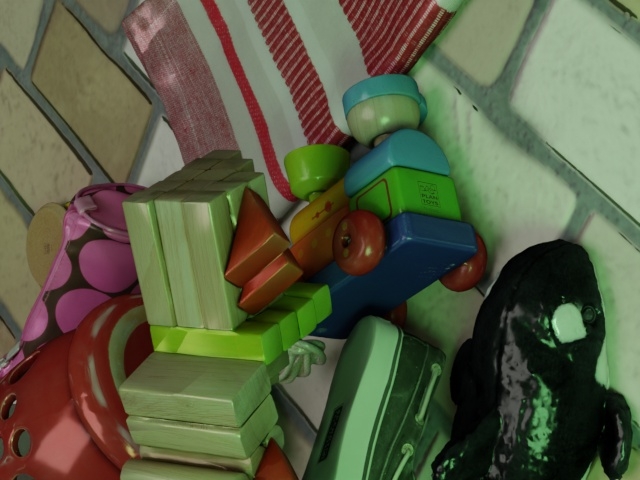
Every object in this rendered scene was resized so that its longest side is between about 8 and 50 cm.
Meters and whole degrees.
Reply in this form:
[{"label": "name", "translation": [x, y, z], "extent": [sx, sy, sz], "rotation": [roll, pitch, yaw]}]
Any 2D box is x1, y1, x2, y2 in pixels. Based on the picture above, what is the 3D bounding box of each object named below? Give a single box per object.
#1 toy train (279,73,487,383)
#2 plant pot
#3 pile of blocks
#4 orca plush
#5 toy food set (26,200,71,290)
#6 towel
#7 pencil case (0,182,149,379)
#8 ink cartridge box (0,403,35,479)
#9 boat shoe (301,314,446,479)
[{"label": "toy train", "translation": [0.000, 0.000, 1.208], "extent": [0.248, 0.105, 0.143], "rotation": [-37, 53, 45]}, {"label": "plant pot", "translation": [-0.150, 0.145, 1.319], "extent": [0.174, 0.191, 0.191], "rotation": [-44, 58, 39]}, {"label": "pile of blocks", "translation": [-0.044, 0.124, 1.077], "extent": [0.112, 0.149, 0.362], "rotation": [3, 89, 31]}, {"label": "orca plush", "translation": [0.092, 0.138, 1.089], "extent": [0.151, 0.102, 0.287], "rotation": [47, 125, 39]}, {"label": "toy food set", "translation": [-0.233, 0.007, 1.549], "extent": [0.082, 0.020, 0.083], "rotation": [-28, 70, 48]}, {"label": "towel", "translation": [-0.026, -0.171, 1.279], "extent": [0.329, 0.037, 0.237], "rotation": [-48, 56, 40]}, {"label": "pencil case", "translation": [-0.196, 0.048, 1.440], "extent": [0.209, 0.098, 0.095], "rotation": [-63, 24, 27]}, {"label": "ink cartridge box", "translation": [-0.267, 0.238, 1.513], "extent": [0.176, 0.128, 0.127], "rotation": [-52, 53, 37]}, {"label": "boat shoe", "translation": [0.029, 0.156, 1.112], "extent": [0.078, 0.070, 0.219], "rotation": [-32, 36, 63]}]
